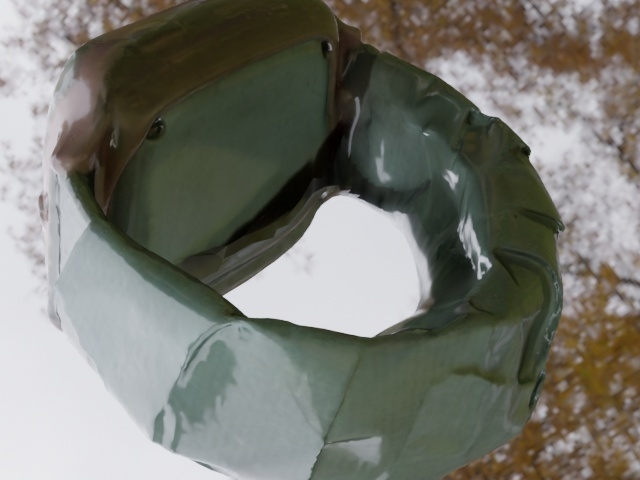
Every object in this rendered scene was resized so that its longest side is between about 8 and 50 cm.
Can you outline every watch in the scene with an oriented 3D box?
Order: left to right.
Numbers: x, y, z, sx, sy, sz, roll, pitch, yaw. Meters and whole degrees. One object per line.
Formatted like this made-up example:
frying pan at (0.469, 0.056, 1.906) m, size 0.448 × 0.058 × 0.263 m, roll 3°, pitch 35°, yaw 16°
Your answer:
watch at (0.000, 0.000, 0.638) m, size 0.241 × 0.162 × 0.253 m, roll 26°, pitch -141°, yaw 28°
